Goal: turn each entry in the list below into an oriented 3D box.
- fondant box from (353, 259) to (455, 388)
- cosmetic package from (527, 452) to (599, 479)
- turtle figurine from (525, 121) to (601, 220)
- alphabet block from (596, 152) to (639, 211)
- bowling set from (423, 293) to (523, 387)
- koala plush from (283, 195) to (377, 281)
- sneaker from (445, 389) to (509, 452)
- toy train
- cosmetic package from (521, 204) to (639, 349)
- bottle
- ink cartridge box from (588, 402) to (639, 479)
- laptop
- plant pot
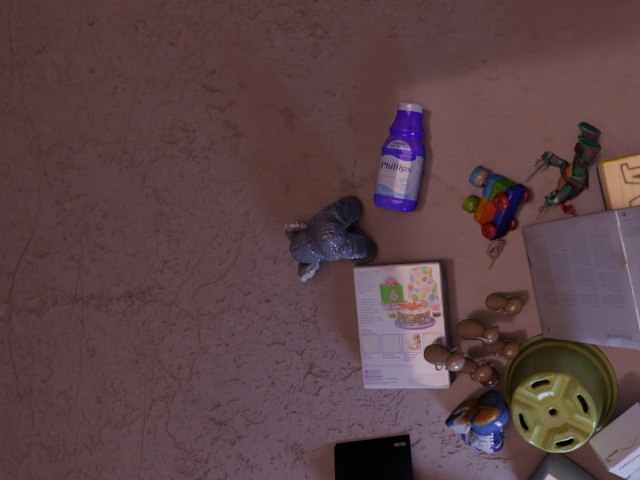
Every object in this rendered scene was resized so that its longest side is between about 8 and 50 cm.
[{"bbox_3d":[0.225,0.225,1.803,0.238,0.096,0.330,-5,91,22],"label":"fondant box"},{"bbox_3d":[0.663,0.684,1.588,0.365,0.197,0.155,34,105,19],"label":"cosmetic package"},{"bbox_3d":[0.592,-0.160,1.623,0.118,0.175,0.234,13,131,-10],"label":"turtle figurine"},{"bbox_3d":[0.745,-0.100,1.525,0.193,0.192,0.197,-12,89,21],"label":"alphabet block"},{"bbox_3d":[0.423,0.279,1.668,0.287,0.154,0.200,-39,103,-13],"label":"bowling set"},{"bbox_3d":[0.000,0.000,1.849,0.221,0.203,0.196,-22,83,34],"label":"koala plush"},{"bbox_3d":[0.416,0.455,1.655,0.112,0.296,0.131,-41,81,-15],"label":"sneaker"},{"bbox_3d":[0.419,-0.060,1.719,0.143,0.105,0.248,43,135,35],"label":"toy train"},{"bbox_3d":[0.605,0.084,1.501,0.097,0.377,0.284,-8,88,-13],"label":"cosmetic package"},{"bbox_3d":[0.218,-0.220,1.787,0.118,0.092,0.283,12,97,23],"label":"bottle"},{"bbox_3d":[0.739,0.472,1.537,0.153,0.208,0.087,-47,37,17],"label":"ink cartridge box"},{"bbox_3d":[0.174,0.705,1.888,0.234,0.136,0.264,-14,112,23],"label":"laptop"},{"bbox_3d":[0.557,0.373,1.586,0.276,0.254,0.276,1,92,22],"label":"plant pot"}]
